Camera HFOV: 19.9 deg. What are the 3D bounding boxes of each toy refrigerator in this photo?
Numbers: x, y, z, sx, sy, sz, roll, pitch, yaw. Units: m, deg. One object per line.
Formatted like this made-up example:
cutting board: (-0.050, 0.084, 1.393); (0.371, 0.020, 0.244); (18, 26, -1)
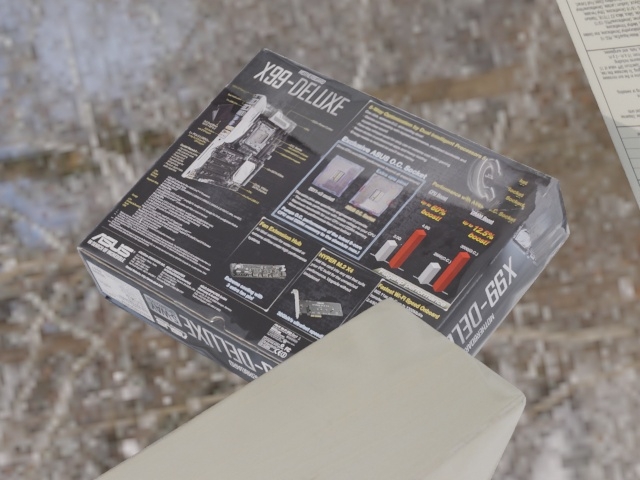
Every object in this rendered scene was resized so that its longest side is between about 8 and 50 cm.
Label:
toy refrigerator: (-0.033, 0.128, 0.770); (0.269, 0.094, 0.102); (-30, -32, -47)

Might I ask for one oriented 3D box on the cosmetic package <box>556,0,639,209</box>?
cosmetic package: (0.317, -0.142, 1.500); (0.129, 0.153, 0.296); (-39, -65, -35)

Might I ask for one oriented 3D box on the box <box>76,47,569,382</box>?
box: (0.000, 0.000, 1.429); (0.242, 0.307, 0.076); (-50, -34, -22)
